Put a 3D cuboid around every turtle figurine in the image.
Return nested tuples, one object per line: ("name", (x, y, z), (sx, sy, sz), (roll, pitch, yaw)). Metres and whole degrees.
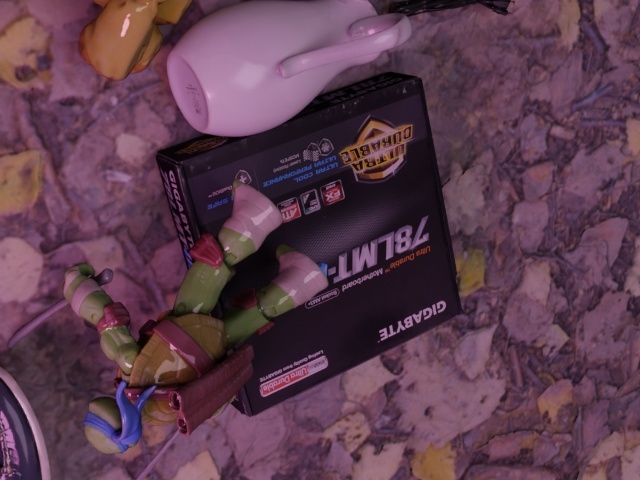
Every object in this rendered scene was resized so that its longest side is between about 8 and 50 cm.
("turtle figurine", (-0.144, 0.077, 1.086), (0.198, 0.274, 0.266), (45, 74, 1))

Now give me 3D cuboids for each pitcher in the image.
("pitcher", (-0.029, -0.179, 1.097), (0.207, 0.178, 0.125), (-26, 109, -23))

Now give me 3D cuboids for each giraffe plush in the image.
("giraffe plush", (-0.200, -0.259, 1.002), (0.170, 0.210, 0.181), (34, 87, -3))

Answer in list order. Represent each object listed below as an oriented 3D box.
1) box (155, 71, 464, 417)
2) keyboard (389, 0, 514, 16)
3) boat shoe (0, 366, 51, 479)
("box", (0.000, 0.000, 1.224), (0.295, 0.073, 0.293), (-22, 112, -23))
("keyboard", (0.125, -0.336, 1.236), (0.317, 0.033, 0.201), (-13, 102, -26))
("boat shoe", (-0.313, 0.243, 1.091), (0.079, 0.095, 0.254), (-20, 121, -37))
